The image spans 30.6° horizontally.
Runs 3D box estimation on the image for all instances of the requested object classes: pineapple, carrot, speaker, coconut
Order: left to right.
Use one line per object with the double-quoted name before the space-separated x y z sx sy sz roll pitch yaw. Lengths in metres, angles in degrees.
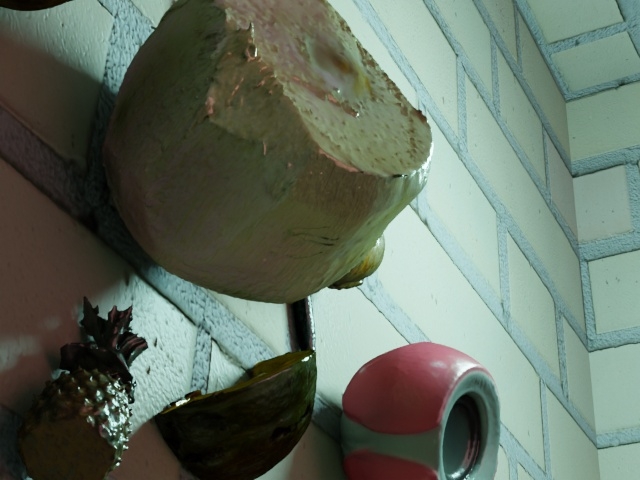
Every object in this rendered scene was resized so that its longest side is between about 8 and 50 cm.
"pineapple" -0.246 0.162 1.275 0.251 0.125 0.125 -82 149 -60
"coconut" -0.084 -0.101 1.481 0.404 0.405 0.404 42 40 -51
"carrot" 0.000 0.000 1.834 0.302 0.139 0.138 22 57 -64
"speaker" 0.163 0.316 1.857 0.294 0.294 0.294 42 40 -51

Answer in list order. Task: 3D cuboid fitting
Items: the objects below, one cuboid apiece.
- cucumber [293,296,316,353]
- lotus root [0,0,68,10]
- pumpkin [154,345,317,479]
"cucumber" -0.024 0.131 1.838 0.032 0.032 0.133 23 58 -61
"lotus root" -0.356 -0.344 1.260 0.314 0.141 0.169 18 57 -51
"pumpkin" -0.061 0.230 1.533 0.312 0.169 0.148 -25 97 -65
